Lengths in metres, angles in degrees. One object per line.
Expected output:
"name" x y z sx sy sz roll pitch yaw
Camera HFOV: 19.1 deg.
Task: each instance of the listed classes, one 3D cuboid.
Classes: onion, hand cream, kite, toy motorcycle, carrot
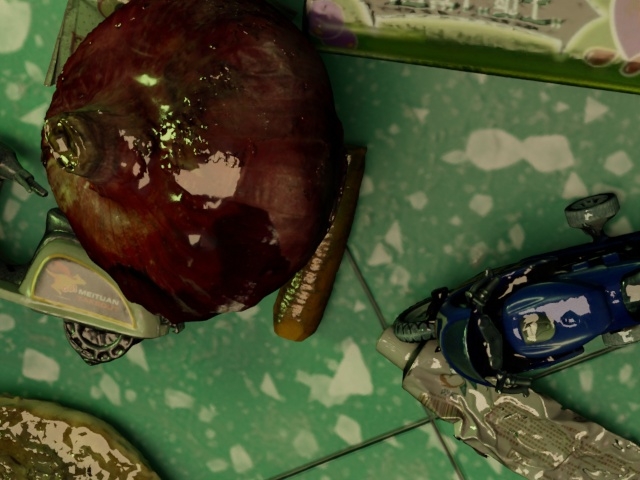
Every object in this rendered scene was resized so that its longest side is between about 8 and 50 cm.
"onion" -0.107 -0.066 1.367 0.252 0.219 0.252 4 95 46
"hand cream" 0.156 0.143 1.506 0.257 0.050 0.084 33 110 0
"kite" -0.116 -0.144 1.474 0.229 0.012 0.250 -14 118 27
"toy motorcycle" -0.221 0.005 1.543 0.263 0.091 0.157 16 103 8
"toy motorcycle" 0.191 0.043 1.397 0.315 0.169 0.113 -14 102 20
"carrot" 0.000 0.000 1.506 0.042 0.042 0.171 20 109 8

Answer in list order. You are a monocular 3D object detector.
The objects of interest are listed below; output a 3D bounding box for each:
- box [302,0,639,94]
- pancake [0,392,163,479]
"box" 0.162 -0.180 1.374 0.345 0.097 0.134 8 101 13
"pancake" -0.259 0.294 1.658 0.356 0.065 0.356 5 109 15
